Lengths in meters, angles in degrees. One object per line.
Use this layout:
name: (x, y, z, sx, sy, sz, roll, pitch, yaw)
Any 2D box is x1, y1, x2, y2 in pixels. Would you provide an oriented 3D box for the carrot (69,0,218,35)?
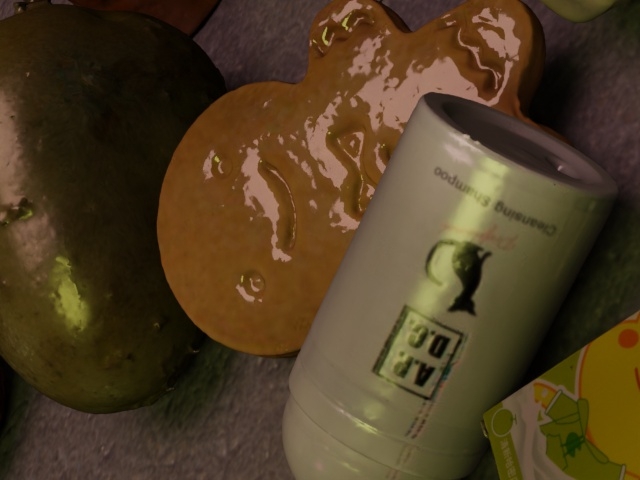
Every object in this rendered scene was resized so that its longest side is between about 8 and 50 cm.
carrot: (-0.220, -0.311, 1.607, 0.196, 0.254, 0.196, -22, 55, 37)

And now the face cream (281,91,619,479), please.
face cream: (0.055, 0.097, 1.115, 0.145, 0.145, 0.370, 45, 117, 51)

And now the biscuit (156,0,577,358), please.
biscuit: (0.022, -0.042, 1.237, 0.354, 0.052, 0.275, -19, 77, 29)

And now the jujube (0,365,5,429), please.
jujube: (-0.444, 0.150, 1.666, 0.342, 0.216, 0.216, 11, 78, 58)

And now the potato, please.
potato: (-0.204, -0.034, 1.416, 0.219, 0.269, 0.359, 138, 136, -56)

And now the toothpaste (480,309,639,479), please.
toothpaste: (0.241, 0.081, 0.974, 0.327, 0.077, 0.110, -38, 44, 31)

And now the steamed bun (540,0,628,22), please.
steamed bun: (0.200, -0.289, 1.145, 0.250, 0.200, 0.155, -50, 15, 14)
